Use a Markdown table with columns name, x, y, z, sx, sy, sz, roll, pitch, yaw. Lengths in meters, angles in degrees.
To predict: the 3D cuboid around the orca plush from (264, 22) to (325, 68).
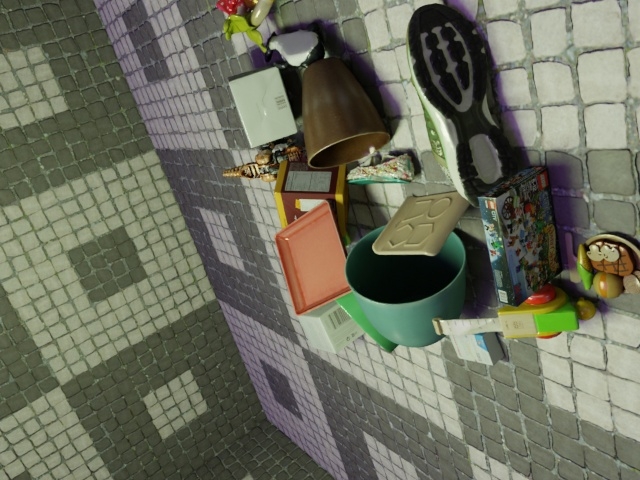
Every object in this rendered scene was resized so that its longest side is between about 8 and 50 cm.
| name | x | y | z | sx | sy | sz | roll | pitch | yaw |
| --- | --- | --- | --- | --- | --- | --- | --- | --- | --- |
| orca plush | -0.060 | -0.494 | 1.402 | 0.287 | 0.151 | 0.102 | 16 | 160 | 50 |

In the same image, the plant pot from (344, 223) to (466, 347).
| name | x | y | z | sx | sy | sz | roll | pitch | yaw |
| --- | --- | --- | --- | --- | --- | --- | --- | --- | --- |
| plant pot | 0.230 | 0.129 | 1.315 | 0.293 | 0.293 | 0.235 | 30 | 150 | 44 |

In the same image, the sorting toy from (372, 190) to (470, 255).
| name | x | y | z | sx | sy | sz | roll | pitch | yaw |
| --- | --- | --- | --- | --- | --- | --- | --- | --- | --- |
| sorting toy | 0.243 | -0.036 | 1.236 | 0.038 | 0.193 | 0.208 | 47 | 157 | -25 |

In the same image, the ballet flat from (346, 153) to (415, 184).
| name | x | y | z | sx | sy | sz | roll | pitch | yaw |
| --- | --- | --- | --- | --- | --- | --- | --- | --- | --- |
| ballet flat | 0.159 | -0.186 | 1.361 | 0.240 | 0.091 | 0.077 | 6 | 91 | 53 |

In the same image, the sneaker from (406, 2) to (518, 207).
| name | x | y | z | sx | sy | sz | roll | pitch | yaw |
| --- | --- | --- | --- | --- | --- | --- | --- | --- | --- |
| sneaker | 0.253 | -0.265 | 1.066 | 0.182 | 0.157 | 0.411 | -162 | 52 | -75 |

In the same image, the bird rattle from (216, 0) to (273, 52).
| name | x | y | z | sx | sy | sz | roll | pitch | yaw |
| --- | --- | --- | --- | --- | --- | --- | --- | --- | --- |
| bird rattle | -0.186 | -0.659 | 1.442 | 0.207 | 0.143 | 0.254 | -39 | 44 | 38 |

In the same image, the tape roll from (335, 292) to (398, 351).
| name | x | y | z | sx | sy | sz | roll | pitch | yaw |
| --- | --- | --- | --- | --- | --- | --- | --- | --- | --- |
| tape roll | 0.128 | 0.199 | 1.581 | 0.321 | 0.077 | 0.321 | 46 | -178 | -2 |

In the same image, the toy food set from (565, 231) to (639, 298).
| name | x | y | z | sx | sy | sz | roll | pitch | yaw |
| --- | --- | --- | --- | --- | --- | --- | --- | --- | --- |
| toy food set | 0.542 | 0.051 | 0.964 | 0.192 | 0.038 | 0.133 | 11 | 125 | 56 |

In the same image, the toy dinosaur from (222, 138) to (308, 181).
| name | x | y | z | sx | sy | sz | roll | pitch | yaw |
| --- | --- | --- | --- | --- | --- | --- | --- | --- | --- |
| toy dinosaur | -0.149 | -0.253 | 1.628 | 0.321 | 0.218 | 0.165 | 9 | 117 | 5 |

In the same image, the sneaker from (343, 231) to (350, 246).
| name | x | y | z | sx | sy | sz | roll | pitch | yaw |
| --- | --- | --- | --- | --- | --- | --- | --- | --- | --- |
| sneaker | 0.000 | 0.000 | 1.730 | 0.295 | 0.123 | 0.110 | -18 | 99 | 61 |

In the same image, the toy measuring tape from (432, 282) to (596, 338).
| name | x | y | z | sx | sy | sz | roll | pitch | yaw |
| --- | --- | --- | --- | --- | --- | --- | --- | --- | --- |
| toy measuring tape | 0.416 | 0.156 | 1.128 | 0.329 | 0.121 | 0.122 | -10 | 109 | 31 |

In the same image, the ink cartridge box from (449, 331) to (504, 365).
| name | x | y | z | sx | sy | sz | roll | pitch | yaw |
| --- | --- | --- | --- | --- | --- | --- | --- | --- | --- |
| ink cartridge box | 0.411 | 0.273 | 1.374 | 0.122 | 0.052 | 0.089 | -5 | 111 | 59 |

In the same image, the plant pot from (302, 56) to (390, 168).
| name | x | y | z | sx | sy | sz | roll | pitch | yaw |
| --- | --- | --- | --- | --- | --- | --- | --- | --- | --- |
| plant pot | 0.038 | -0.330 | 1.304 | 0.215 | 0.215 | 0.231 | -31 | 75 | 62 |

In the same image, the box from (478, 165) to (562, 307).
| name | x | y | z | sx | sy | sz | roll | pitch | yaw |
| --- | --- | --- | --- | --- | --- | --- | --- | --- | --- |
| box | 0.398 | -0.009 | 1.018 | 0.044 | 0.159 | 0.233 | 15 | 128 | 56 |

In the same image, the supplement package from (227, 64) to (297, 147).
| name | x | y | z | sx | sy | sz | roll | pitch | yaw |
| --- | --- | --- | --- | --- | --- | --- | --- | --- | --- |
| supplement package | -0.177 | -0.408 | 1.548 | 0.203 | 0.149 | 0.194 | -118 | 10 | -66 |

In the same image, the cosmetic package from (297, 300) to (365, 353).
| name | x | y | z | sx | sy | sz | roll | pitch | yaw |
| --- | --- | --- | --- | --- | --- | --- | --- | --- | --- |
| cosmetic package | 0.037 | 0.309 | 1.926 | 0.183 | 0.151 | 0.152 | -7 | 110 | 61 |

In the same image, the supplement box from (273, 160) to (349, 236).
| name | x | y | z | sx | sy | sz | roll | pitch | yaw |
| --- | --- | --- | --- | --- | --- | --- | --- | --- | --- |
| supplement box | -0.020 | -0.120 | 1.512 | 0.193 | 0.129 | 0.191 | 3 | 144 | 8 |

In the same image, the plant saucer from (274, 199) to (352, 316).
| name | x | y | z | sx | sy | sz | roll | pitch | yaw |
| --- | --- | --- | --- | --- | --- | --- | --- | --- | --- |
| plant saucer | -0.011 | 0.055 | 1.463 | 0.258 | 0.047 | 0.259 | -31 | 71 | 43 |
